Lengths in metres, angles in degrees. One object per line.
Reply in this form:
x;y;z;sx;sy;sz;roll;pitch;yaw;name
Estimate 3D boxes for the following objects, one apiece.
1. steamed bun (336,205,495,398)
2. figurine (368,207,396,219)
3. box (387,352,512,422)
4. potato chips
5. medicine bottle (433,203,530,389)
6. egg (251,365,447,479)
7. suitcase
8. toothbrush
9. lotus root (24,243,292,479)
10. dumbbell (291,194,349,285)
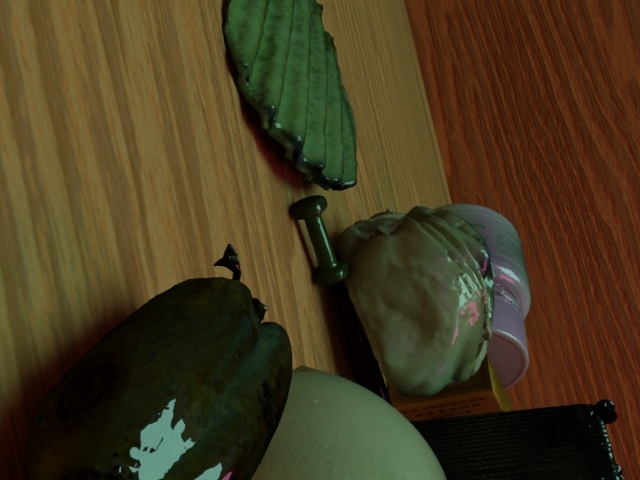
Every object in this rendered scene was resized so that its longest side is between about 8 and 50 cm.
0.154;0.070;1.114;0.275;0.206;0.320;59;8;-42;steamed bun
0.138;0.014;1.374;0.154;0.132;0.132;46;32;-39;figurine
0.239;0.292;1.347;0.274;0.174;0.076;55;28;-53;box
-0.026;-0.236;1.083;0.429;0.070;0.358;-88;156;-46;potato chips
0.280;0.115;1.489;0.325;0.256;0.256;-87;157;-45;medicine bottle
0.038;0.244;0.697;0.286;0.174;0.264;14;67;-76;egg
0.224;0.341;0.961;0.229;0.335;0.152;-75;152;-60;suitcase
0.068;0.192;1.093;0.041;0.041;0.364;-60;132;-68;toothbrush
-0.090;0.103;0.468;0.124;0.123;0.241;45;24;-4;lotus root
0.000;0.000;1.001;0.052;0.046;0.118;-56;130;-62;dumbbell
